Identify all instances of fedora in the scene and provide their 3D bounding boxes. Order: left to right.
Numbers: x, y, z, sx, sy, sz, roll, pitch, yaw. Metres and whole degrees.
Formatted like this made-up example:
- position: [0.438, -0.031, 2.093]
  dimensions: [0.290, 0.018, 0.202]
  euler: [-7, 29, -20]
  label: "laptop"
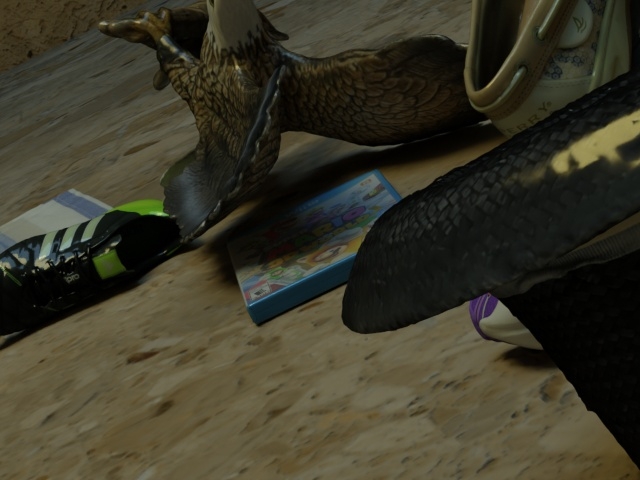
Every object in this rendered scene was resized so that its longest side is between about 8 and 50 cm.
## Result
- position: [0.175, -0.009, 0.502]
  dimensions: [0.334, 0.153, 0.334]
  euler: [-28, 1, 1]
  label: "fedora"

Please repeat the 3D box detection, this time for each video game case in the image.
- position: [0.000, 0.000, 1.028]
  dimensions: [0.119, 0.015, 0.166]
  euler: [-26, 16, -1]
  label: "video game case"

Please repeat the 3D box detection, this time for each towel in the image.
- position: [-0.287, 0.048, 1.278]
  dimensions: [0.285, 0.034, 0.209]
  euler: [-32, 19, -17]
  label: "towel"

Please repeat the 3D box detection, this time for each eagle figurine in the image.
- position: [-0.035, -0.104, 1.132]
  dimensions: [0.226, 0.225, 0.298]
  euler: [-55, 47, 6]
  label: "eagle figurine"

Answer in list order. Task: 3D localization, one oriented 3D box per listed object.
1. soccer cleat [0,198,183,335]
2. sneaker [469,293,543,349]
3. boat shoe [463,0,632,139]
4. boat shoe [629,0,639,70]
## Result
- position: [-0.179, 0.018, 1.165]
  dimensions: [0.179, 0.060, 0.072]
  euler: [-28, 18, -20]
  label: "soccer cleat"
- position: [0.133, -0.008, 0.766]
  dimensions: [0.170, 0.068, 0.071]
  euler: [-35, 13, -28]
  label: "sneaker"
- position: [0.147, -0.187, 1.012]
  dimensions: [0.104, 0.089, 0.285]
  euler: [-28, 46, 42]
  label: "boat shoe"
- position: [0.208, -0.155, 1.050]
  dimensions: [0.116, 0.099, 0.319]
  euler: [-32, 17, -23]
  label: "boat shoe"
